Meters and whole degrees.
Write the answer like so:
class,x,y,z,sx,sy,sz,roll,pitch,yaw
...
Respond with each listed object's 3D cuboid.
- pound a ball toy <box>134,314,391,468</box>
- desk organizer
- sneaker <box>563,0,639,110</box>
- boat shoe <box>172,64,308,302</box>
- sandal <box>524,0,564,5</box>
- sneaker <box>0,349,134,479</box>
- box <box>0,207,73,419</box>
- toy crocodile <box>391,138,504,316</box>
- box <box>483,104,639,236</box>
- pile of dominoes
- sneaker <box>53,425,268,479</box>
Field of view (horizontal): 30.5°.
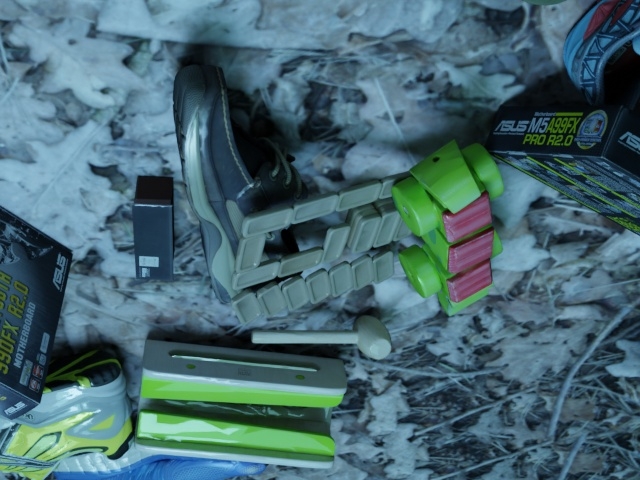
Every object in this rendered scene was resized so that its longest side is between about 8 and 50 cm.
class,x,y,z,sx,sy,sz,roll,pitch,yaw
pound a ball toy,-0.080,0.179,1.582,0.319,0.136,0.208,6,110,-8
desk organizer,-0.199,-0.014,1.411,0.047,0.050,0.130,2,136,-4
sneaker,0.344,-0.224,1.157,0.104,0.125,0.262,14,134,-17
boat shoe,-0.084,-0.068,1.322,0.130,0.132,0.355,-12,145,-3
sandal,0.233,-0.295,1.053,0.120,0.086,0.303,-11,161,-9
sneaker,-0.438,0.270,1.604,0.385,0.145,0.147,-13,107,14
box,-0.391,0.066,1.359,0.056,0.231,0.183,-30,129,30
toy crocodile,0.158,-0.004,1.355,0.115,0.105,0.340,-27,147,-9
box,0.345,-0.065,1.275,0.270,0.216,0.060,25,86,-24
pile of dominoes,0.000,0.000,1.356,0.251,0.040,0.196,-16,144,-29
sneaker,-0.221,0.337,1.690,0.330,0.130,0.147,-11,103,18
